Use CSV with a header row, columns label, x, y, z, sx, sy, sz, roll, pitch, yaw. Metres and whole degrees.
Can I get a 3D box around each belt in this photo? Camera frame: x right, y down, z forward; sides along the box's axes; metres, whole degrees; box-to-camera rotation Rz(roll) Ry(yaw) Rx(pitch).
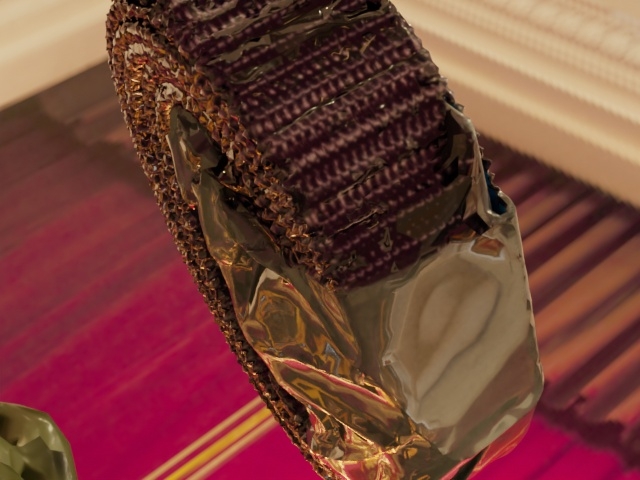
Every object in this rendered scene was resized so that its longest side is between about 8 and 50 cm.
label,x,y,z,sx,sy,sz,roll,pitch,yaw
belt,0.000,0.000,0.772,0.260,0.122,0.325,44,-23,45

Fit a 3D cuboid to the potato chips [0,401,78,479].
label,x,y,z,sx,sy,sz,roll,pitch,yaw
potato chips,-0.102,0.066,0.250,0.429,0.070,0.358,39,0,-43
